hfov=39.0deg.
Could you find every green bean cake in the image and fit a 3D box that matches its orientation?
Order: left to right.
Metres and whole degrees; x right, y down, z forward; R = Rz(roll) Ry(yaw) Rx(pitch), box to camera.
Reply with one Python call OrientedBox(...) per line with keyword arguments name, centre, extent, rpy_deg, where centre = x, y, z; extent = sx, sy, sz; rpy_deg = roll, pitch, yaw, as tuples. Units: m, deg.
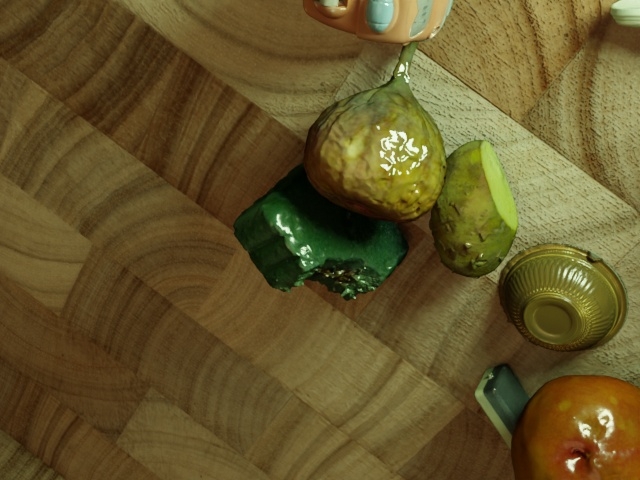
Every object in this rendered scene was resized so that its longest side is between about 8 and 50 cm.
OrientedBox(name="green bean cake", centre=(0.000, 0.000, 1.891), extent=(0.169, 0.308, 0.300), rpy_deg=(-28, 102, 42))

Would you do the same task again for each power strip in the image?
OrientedBox(name="power strip", centre=(0.442, 0.401, 2.049), extent=(0.070, 0.105, 0.256), rpy_deg=(-24, 105, 37))

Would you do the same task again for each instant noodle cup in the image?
OrientedBox(name="instant noodle cup", centre=(0.490, 0.141, 1.872), extent=(0.274, 0.090, 0.274), rpy_deg=(13, 124, 20))

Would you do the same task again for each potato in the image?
OrientedBox(name="potato", centre=(0.306, -0.058, 1.807), extent=(0.176, 0.141, 0.298), rpy_deg=(6, 122, 17))

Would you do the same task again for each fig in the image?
OrientedBox(name="fig", centre=(0.138, -0.223, 1.741), extent=(0.286, 0.286, 0.368), rpy_deg=(25, 93, 11))

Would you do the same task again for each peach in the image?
OrientedBox(name="peach", centre=(0.554, 0.444, 1.857), extent=(0.343, 0.301, 0.342), rpy_deg=(-4, 75, 14))

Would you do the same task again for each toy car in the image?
OrientedBox(name="toy car", centre=(0.094, -0.448, 1.624), extent=(0.271, 0.212, 0.180), rpy_deg=(19, 126, 15))

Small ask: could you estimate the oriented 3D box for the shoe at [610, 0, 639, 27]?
OrientedBox(name="shoe", centre=(0.617, -0.347, 1.500), extent=(0.265, 0.095, 0.110), rpy_deg=(5, 122, 22))
